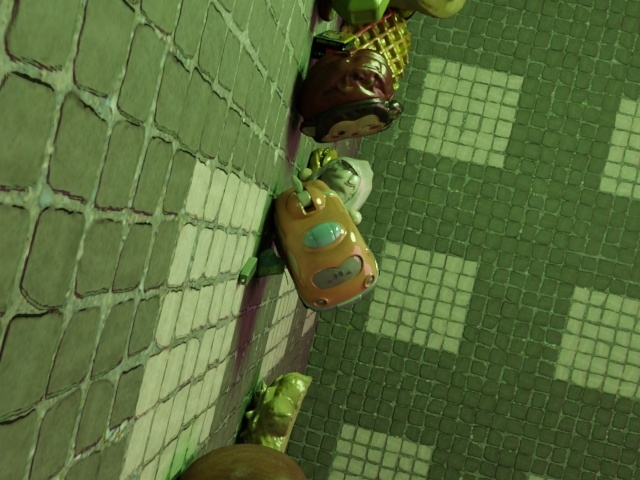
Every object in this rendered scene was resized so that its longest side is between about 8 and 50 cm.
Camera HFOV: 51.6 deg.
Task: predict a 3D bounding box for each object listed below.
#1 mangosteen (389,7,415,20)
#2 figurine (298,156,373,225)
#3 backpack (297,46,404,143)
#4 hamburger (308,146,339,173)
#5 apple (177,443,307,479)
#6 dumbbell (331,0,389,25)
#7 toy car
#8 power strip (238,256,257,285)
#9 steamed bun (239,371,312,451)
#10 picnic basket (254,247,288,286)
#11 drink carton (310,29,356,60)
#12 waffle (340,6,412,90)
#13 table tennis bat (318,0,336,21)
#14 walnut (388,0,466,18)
[{"bbox_3d":[0.207,-0.709,1.887,0.210,0.210,0.209,14,90,-85],"label":"mangosteen"},{"bbox_3d":[0.019,-0.092,1.623,0.276,0.200,0.133,-49,162,11],"label":"figurine"},{"bbox_3d":[0.056,-0.303,1.362,0.229,0.230,0.138,94,-18,-60],"label":"backpack"},{"bbox_3d":[0.006,-0.177,1.783,0.138,0.083,0.147,19,82,-81],"label":"hamburger"},{"bbox_3d":[-0.141,0.480,1.093,0.306,0.235,0.305,10,90,-84],"label":"apple"},{"bbox_3d":[0.067,-0.525,1.209,0.302,0.122,0.108,73,10,-69],"label":"dumbbell"},{"bbox_3d":[0.000,0.000,1.369,0.212,0.181,0.270,72,-8,-58],"label":"toy car"},{"bbox_3d":[-0.136,0.059,1.239,0.083,0.017,0.027,-69,170,-63],"label":"power strip"},{"bbox_3d":[-0.131,0.471,1.730,0.292,0.137,0.295,100,13,-74],"label":"steamed bun"},{"bbox_3d":[-0.105,0.060,1.359,0.083,0.065,0.083,-86,164,-63],"label":"picnic basket"},{"bbox_3d":[0.029,-0.423,1.449,0.165,0.071,0.056,-62,162,-65],"label":"drink carton"},{"bbox_3d":[0.147,-0.526,1.788,0.059,0.244,0.237,1,-98,57],"label":"waffle"},{"bbox_3d":[0.045,-0.608,1.357,0.200,0.038,0.310,-52,158,-74],"label":"table tennis bat"},{"bbox_3d":[0.262,-0.714,1.598,0.381,0.382,0.380,14,90,-85],"label":"walnut"}]
